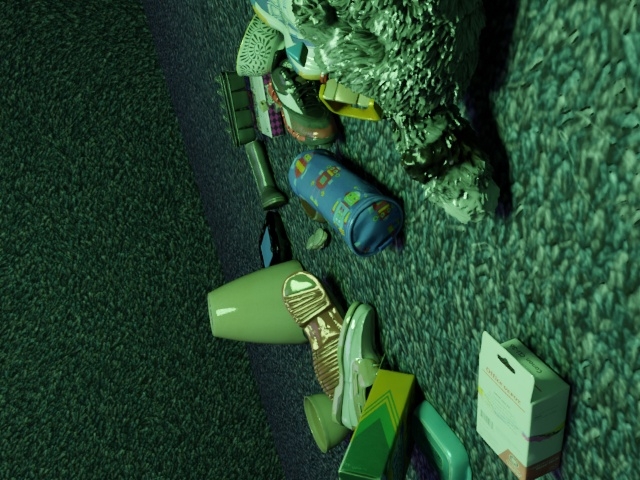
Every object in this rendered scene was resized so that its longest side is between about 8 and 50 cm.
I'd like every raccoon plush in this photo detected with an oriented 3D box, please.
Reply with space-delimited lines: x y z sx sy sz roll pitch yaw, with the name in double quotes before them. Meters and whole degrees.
"raccoon plush" 0.176 -0.255 0.726 0.446 0.216 0.299 48 152 -14

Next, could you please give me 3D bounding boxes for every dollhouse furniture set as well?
"dollhouse furniture set" -0.081 -0.289 1.533 0.114 0.091 0.081 60 173 30

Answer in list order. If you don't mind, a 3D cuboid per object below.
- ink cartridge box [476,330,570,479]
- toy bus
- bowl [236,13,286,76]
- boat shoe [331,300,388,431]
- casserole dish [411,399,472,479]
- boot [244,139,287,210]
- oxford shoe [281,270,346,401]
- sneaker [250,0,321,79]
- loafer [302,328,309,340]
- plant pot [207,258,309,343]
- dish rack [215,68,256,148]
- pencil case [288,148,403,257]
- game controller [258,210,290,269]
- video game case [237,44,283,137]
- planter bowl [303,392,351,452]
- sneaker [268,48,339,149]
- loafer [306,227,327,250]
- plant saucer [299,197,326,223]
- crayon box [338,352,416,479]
"ink cartridge box" 0.278 0.221 0.883 0.115 0.067 0.198 -132 29 -53
"toy bus" 0.071 -0.288 0.996 0.191 0.202 0.104 62 -170 14
"bowl" -0.116 -0.436 1.444 0.080 0.170 0.170 26 152 3
"boat shoe" 0.100 0.285 1.428 0.103 0.113 0.302 13 109 29
"casserole dish" 0.228 0.399 1.242 0.188 0.037 0.114 -131 30 -51
"boot" -0.164 -0.197 1.882 0.189 0.076 0.209 171 90 -70
"oxford shoe" 0.045 0.252 1.586 0.397 0.140 0.146 66 -167 9
"sneaker" -0.041 -0.455 1.234 0.296 0.111 0.131 57 149 21
"loafer" -0.007 0.232 1.751 0.061 0.062 0.170 52 147 29
"plant pot" -0.188 0.200 1.881 0.256 0.273 0.257 173 90 -75
"dish rack" -0.251 -0.390 1.830 0.271 0.074 0.208 -134 33 -65
"pencil case" 0.044 -0.080 1.243 0.133 0.119 0.306 49 179 -36
"game controller" -0.161 0.029 2.054 0.319 0.067 0.167 119 133 -65
"video game case" -0.164 -0.408 1.720 0.210 0.041 0.232 -141 38 -63
"planter bowl" 0.032 0.502 1.804 0.162 0.109 0.162 163 90 -72
"sneaker" -0.040 -0.307 1.339 0.135 0.097 0.276 91 157 -49
"loafer" 0.000 0.000 1.600 0.125 0.039 0.045 146 140 -69
"plant saucer" -0.025 -0.121 1.572 0.168 0.029 0.169 165 90 -72
"crayon box" 0.129 0.408 1.273 0.323 0.083 0.203 -58 -32 -53
